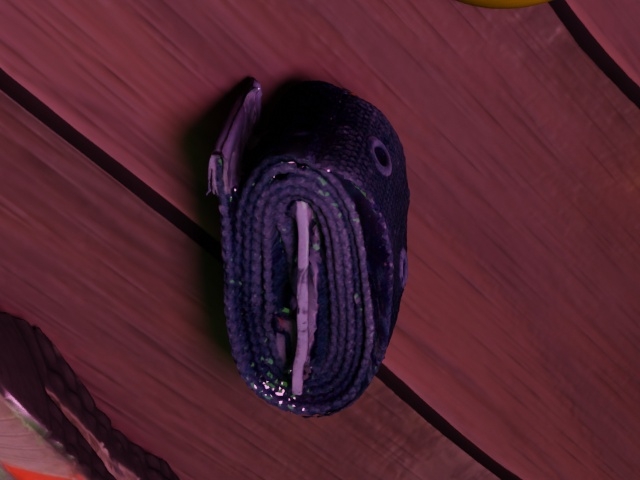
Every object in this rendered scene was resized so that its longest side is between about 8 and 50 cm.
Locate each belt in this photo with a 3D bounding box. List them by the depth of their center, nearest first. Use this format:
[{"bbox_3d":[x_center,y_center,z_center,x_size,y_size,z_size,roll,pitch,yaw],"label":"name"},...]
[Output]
[{"bbox_3d":[0.000,0.001,0.912,0.122,0.128,0.218,7,127,9],"label":"belt"}]

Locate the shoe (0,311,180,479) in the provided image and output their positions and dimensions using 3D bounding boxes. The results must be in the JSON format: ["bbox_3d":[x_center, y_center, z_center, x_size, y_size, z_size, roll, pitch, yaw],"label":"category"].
[{"bbox_3d":[-0.200,0.207,0.973,0.171,0.132,0.336,-29,127,6],"label":"shoe"}]

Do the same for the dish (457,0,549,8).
[{"bbox_3d":[0.111,-0.235,0.792,0.262,0.108,0.221,19,114,-31],"label":"dish"}]
